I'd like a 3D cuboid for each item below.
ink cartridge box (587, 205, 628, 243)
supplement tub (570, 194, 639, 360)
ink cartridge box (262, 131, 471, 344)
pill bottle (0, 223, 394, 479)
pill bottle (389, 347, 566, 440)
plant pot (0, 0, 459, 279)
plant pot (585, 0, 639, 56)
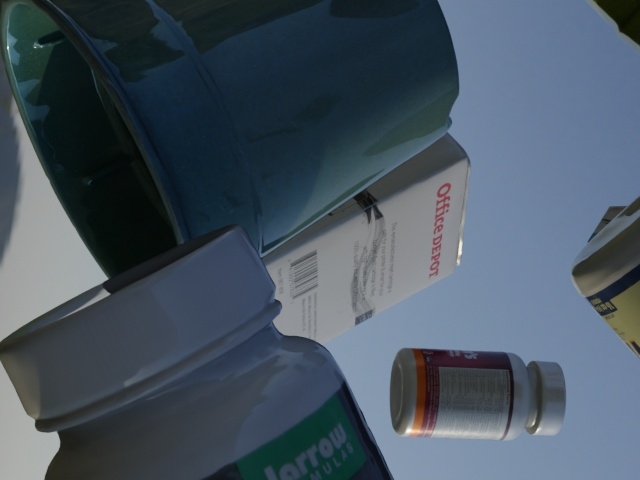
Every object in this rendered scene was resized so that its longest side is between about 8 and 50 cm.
[{"bbox_3d":[0.404,-0.020,1.907,0.048,0.028,0.083,-1,-132,55],"label":"ink cartridge box"},{"bbox_3d":[0.464,0.080,1.563,0.235,0.325,0.235,-41,178,-2],"label":"supplement tub"},{"bbox_3d":[0.000,0.000,1.985,0.166,0.395,0.285,52,-21,30],"label":"ink cartridge box"},{"bbox_3d":[-0.047,0.187,0.889,0.361,0.204,0.204,64,-16,-6],"label":"pill bottle"},{"bbox_3d":[0.211,0.209,1.905,0.121,0.221,0.121,-177,-90,-82],"label":"pill bottle"},{"bbox_3d":[-0.072,-0.137,1.328,0.341,0.334,0.341,48,-25,31],"label":"plant pot"},{"bbox_3d":[0.347,-0.429,1.536,0.366,0.353,0.366,-52,178,-3],"label":"plant pot"}]
